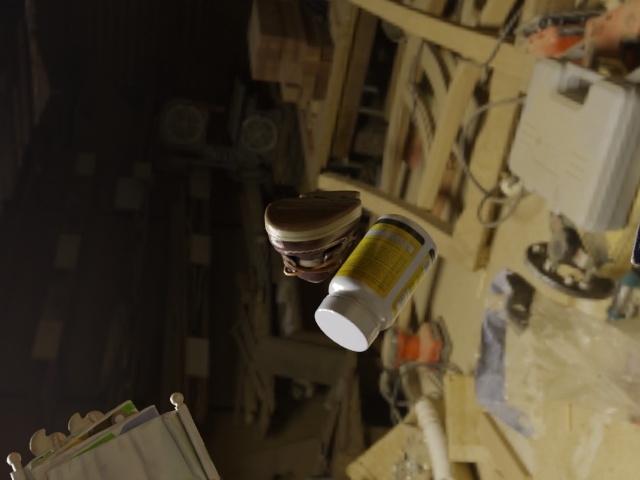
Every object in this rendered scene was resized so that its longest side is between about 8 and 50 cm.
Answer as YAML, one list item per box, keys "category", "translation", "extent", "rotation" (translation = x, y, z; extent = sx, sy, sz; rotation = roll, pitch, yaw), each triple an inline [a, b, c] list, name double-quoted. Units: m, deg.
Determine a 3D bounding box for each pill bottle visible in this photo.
- category: "pill bottle"
  translation: [0.088, 0.067, 1.396]
  extent: [0.208, 0.119, 0.119]
  rotation: [-52, -7, -28]

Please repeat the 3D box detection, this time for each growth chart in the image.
- category: "growth chart"
  translation: [-0.249, 0.275, 1.050]
  extent: [0.021, 0.237, 0.172]
  rotation: [81, 165, -58]

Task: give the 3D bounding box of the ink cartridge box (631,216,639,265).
- category: "ink cartridge box"
  translation: [0.628, -0.091, 1.406]
  extent: [0.071, 0.330, 0.324]
  rotation: [13, 91, 41]

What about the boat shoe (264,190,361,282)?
- category: "boat shoe"
  translation: [0.000, 0.000, 1.235]
  extent: [0.342, 0.123, 0.123]
  rotation: [-50, -41, -80]
